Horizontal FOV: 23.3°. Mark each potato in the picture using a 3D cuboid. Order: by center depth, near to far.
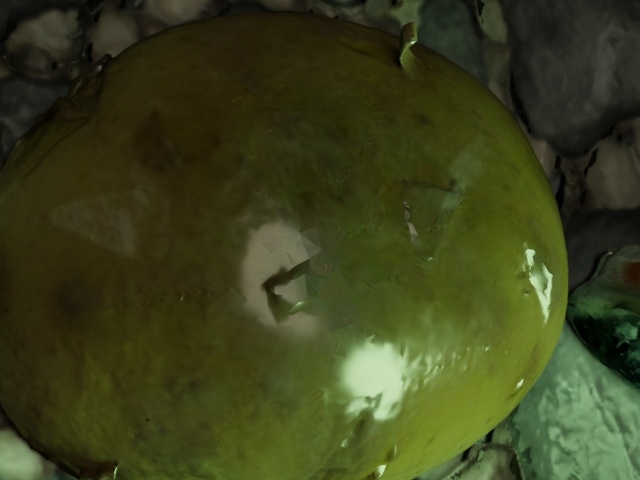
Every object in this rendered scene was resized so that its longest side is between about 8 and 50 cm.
[{"bbox_3d":[0.000,0.000,0.693,0.299,0.116,0.239,-5,81,-24],"label":"potato"}]

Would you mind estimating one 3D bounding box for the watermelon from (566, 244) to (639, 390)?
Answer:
[{"bbox_3d":[0.292,-0.030,0.772,0.320,0.289,0.213,3,53,-9],"label":"watermelon"}]
